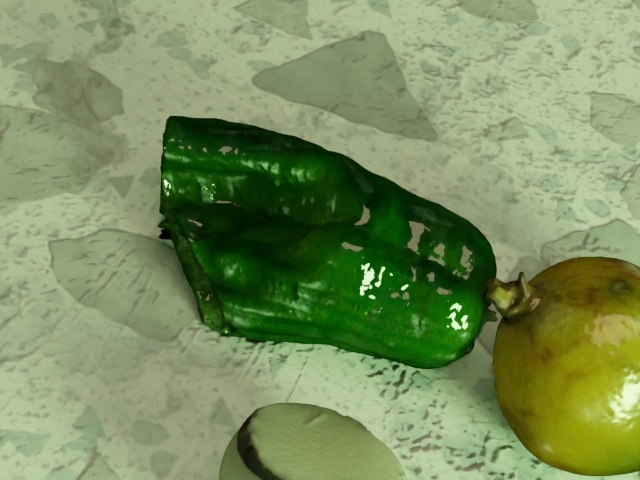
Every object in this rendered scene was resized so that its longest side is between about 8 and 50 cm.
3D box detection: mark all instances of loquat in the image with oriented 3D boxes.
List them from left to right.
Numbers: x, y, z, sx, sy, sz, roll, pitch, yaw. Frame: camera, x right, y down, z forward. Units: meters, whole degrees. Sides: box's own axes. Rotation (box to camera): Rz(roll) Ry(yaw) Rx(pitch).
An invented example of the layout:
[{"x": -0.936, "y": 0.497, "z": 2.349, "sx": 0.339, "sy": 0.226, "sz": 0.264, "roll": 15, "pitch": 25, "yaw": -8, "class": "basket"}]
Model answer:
[{"x": 0.253, "y": 0.110, "z": 1.739, "sx": 0.246, "sy": 0.213, "sz": 0.213, "roll": 37, "pitch": 46, "yaw": -21, "class": "loquat"}]

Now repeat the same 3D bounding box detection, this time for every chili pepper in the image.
[{"x": 0.000, "y": -0.003, "z": 1.792, "sx": 0.385, "sy": 0.167, "sz": 0.213, "roll": 21, "pitch": 48, "yaw": 4, "class": "chili pepper"}]

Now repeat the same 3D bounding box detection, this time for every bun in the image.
[{"x": -0.011, "y": 0.236, "z": 1.628, "sx": 0.173, "sy": 0.120, "sz": 0.173, "roll": 16, "pitch": 23, "yaw": -7, "class": "bun"}]
